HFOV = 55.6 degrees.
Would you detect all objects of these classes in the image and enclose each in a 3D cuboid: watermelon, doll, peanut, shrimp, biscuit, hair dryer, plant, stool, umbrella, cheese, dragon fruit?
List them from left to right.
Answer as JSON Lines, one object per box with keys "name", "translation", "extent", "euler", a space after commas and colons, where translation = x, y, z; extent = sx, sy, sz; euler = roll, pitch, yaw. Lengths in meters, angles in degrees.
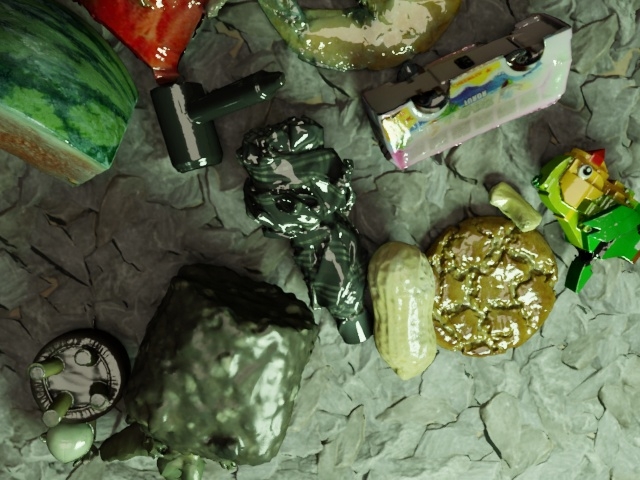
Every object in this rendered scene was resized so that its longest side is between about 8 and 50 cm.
{"name": "watermelon", "translation": [-0.346, -0.163, 0.714], "extent": [0.213, 0.261, 0.201], "euler": [31, 116, -27]}
{"name": "stool", "translation": [-0.335, 0.214, 0.829], "extent": [0.125, 0.121, 0.217], "euler": [13, 93, -9]}
{"name": "dragon fruit", "translation": [-0.258, -0.364, 0.688], "extent": [0.343, 0.100, 0.282], "euler": [43, 126, -6]}
{"name": "plant", "translation": [-0.148, 0.200, 0.795], "extent": [0.215, 0.213, 0.312], "euler": [25, 96, -11]}
{"name": "hair dryer", "translation": [-0.115, -0.153, 0.742], "extent": [0.071, 0.248, 0.114], "euler": [-25, 105, -42]}
{"name": "umbrella", "translation": [-0.010, 0.003, 0.816], "extent": [0.154, 0.128, 0.336], "euler": [-19, 106, -25]}
{"name": "shrimp", "translation": [-0.009, -0.409, 0.782], "extent": [0.445, 0.085, 0.272], "euler": [42, 98, -14]}
{"name": "peanut", "translation": [0.115, 0.098, 0.843], "extent": [0.090, 0.098, 0.214], "euler": [2, 114, 18]}
{"name": "biscuit", "translation": [0.246, 0.070, 0.898], "extent": [0.226, 0.042, 0.225], "euler": [-1, 100, -4]}
{"name": "cheese", "translation": [0.277, -0.047, 0.874], "extent": [0.083, 0.030, 0.044], "euler": [45, 51, 10]}
{"name": "doll", "translation": [0.377, -0.038, 0.859], "extent": [0.134, 0.106, 0.186], "euler": [-28, 101, 5]}

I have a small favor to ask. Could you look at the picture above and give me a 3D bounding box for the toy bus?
{"name": "toy bus", "translation": [0.198, -0.202, 0.817], "extent": [0.274, 0.090, 0.112], "euler": [-24, 126, 0]}
